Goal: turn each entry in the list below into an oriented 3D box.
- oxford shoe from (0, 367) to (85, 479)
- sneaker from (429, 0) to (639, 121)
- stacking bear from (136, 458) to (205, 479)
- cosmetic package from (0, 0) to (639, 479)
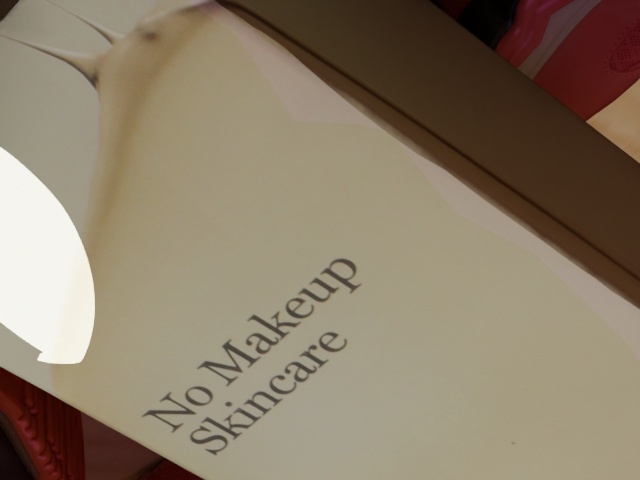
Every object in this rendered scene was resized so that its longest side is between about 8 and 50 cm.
[{"bbox_3d":[-0.166,0.051,0.709,0.098,0.097,0.271,-13,146,4],"label":"oxford shoe"},{"bbox_3d":[0.112,-0.123,0.675,0.314,0.116,0.136,-37,163,28],"label":"sneaker"},{"bbox_3d":[0.007,0.221,1.089,0.175,0.164,0.289,-28,158,-3],"label":"stacking bear"},{"bbox_3d":[0.000,0.000,0.589,0.309,0.113,0.160,32,120,-27],"label":"cosmetic package"}]
